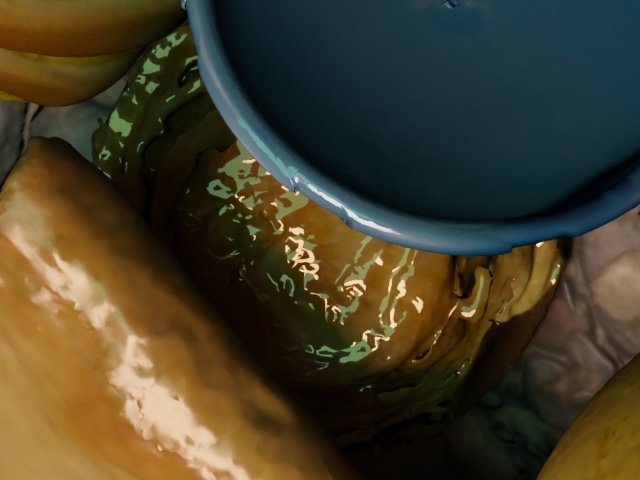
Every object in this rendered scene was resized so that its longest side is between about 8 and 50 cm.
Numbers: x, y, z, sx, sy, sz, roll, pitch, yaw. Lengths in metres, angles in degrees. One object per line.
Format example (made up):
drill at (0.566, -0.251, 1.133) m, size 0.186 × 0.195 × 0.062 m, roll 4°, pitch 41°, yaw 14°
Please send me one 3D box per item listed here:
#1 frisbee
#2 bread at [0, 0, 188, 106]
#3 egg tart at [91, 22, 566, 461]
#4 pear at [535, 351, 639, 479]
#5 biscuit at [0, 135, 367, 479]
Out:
frisbee at (0.060, -0.108, 0.722) m, size 0.242 × 0.045 × 0.242 m, roll 1°, pitch 77°, yaw -4°
bread at (-0.182, -0.207, 0.766) m, size 0.333 × 0.160 × 0.333 m, roll 25°, pitch 137°, yaw 25°
egg tart at (0.000, 0.000, 0.778) m, size 0.241 × 0.106 × 0.241 m, roll 0°, pitch 103°, yaw 0°
pear at (0.225, 0.174, 0.624) m, size 0.348 × 0.348 × 0.348 m, roll 8°, pitch 109°, yaw 25°
biscuit at (-0.092, 0.196, 0.847) m, size 0.446 × 0.104 × 0.429 m, roll 49°, pitch 140°, yaw -10°
